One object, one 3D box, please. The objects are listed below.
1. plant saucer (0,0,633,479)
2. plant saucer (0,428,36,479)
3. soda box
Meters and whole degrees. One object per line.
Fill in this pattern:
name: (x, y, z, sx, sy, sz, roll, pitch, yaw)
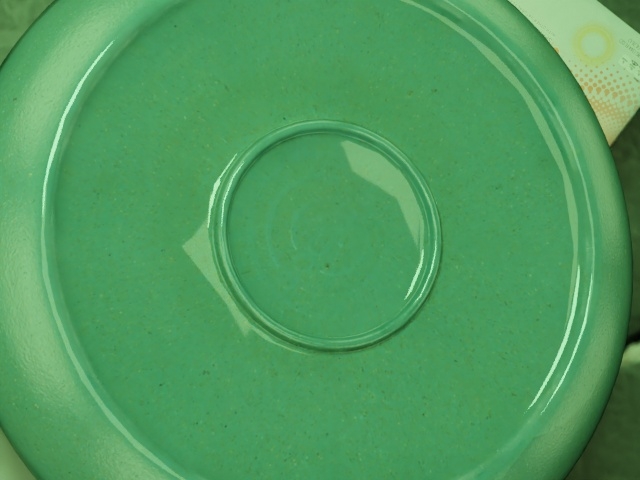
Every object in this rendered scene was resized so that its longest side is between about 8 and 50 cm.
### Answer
plant saucer: (0.000, 0.000, 0.763, 0.318, 0.044, 0.317, 3, 79, -16)
plant saucer: (-0.172, 0.147, 0.734, 0.400, 0.100, 0.400, 19, 56, -31)
soda box: (0.082, -0.116, 0.862, 0.183, 0.058, 0.063, 38, 81, -2)
